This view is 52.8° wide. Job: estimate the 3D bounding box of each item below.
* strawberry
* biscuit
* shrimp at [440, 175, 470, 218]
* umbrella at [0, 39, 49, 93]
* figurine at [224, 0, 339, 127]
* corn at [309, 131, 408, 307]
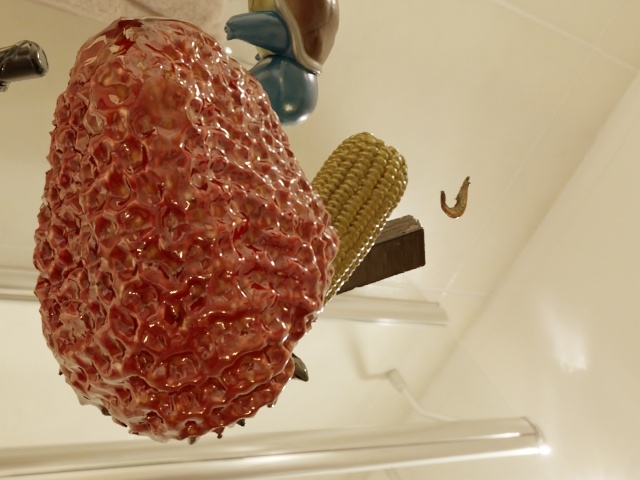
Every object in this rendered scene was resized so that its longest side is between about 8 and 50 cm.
[{"bbox_3d":[-0.123,-0.023,0.583,0.267,0.312,0.351,-1,-63,18],"label":"strawberry"},{"bbox_3d":[0.102,0.035,1.373,0.070,0.252,0.106,-125,-159,-54],"label":"biscuit"},{"bbox_3d":[0.352,-0.120,1.669,0.025,0.091,0.127,-2,-121,60],"label":"shrimp"},{"bbox_3d":[-0.475,-0.171,0.718,0.073,0.338,0.067,-102,-179,-58],"label":"umbrella"},{"bbox_3d":[-0.056,-0.425,1.188,0.416,0.243,0.298,-64,-175,5],"label":"figurine"},{"bbox_3d":[0.000,0.000,0.917,0.344,0.131,0.131,-53,-149,-16],"label":"corn"}]
